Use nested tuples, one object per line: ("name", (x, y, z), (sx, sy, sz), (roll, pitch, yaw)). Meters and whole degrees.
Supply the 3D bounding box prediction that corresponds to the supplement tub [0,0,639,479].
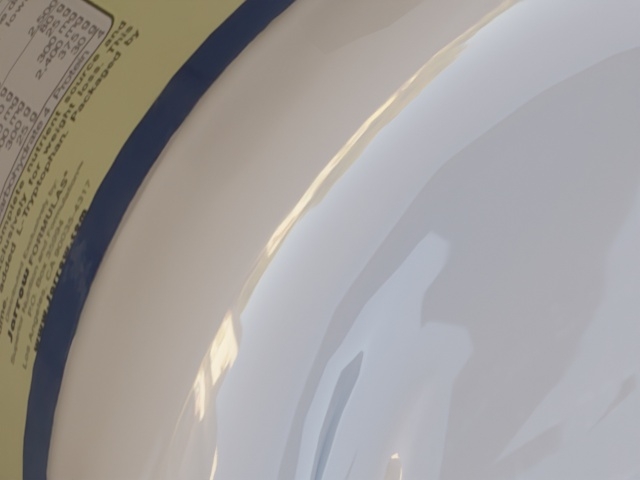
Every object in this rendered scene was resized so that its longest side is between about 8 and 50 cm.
("supplement tub", (0.000, 0.000, 0.514), (0.235, 0.235, 0.325), (-49, -149, -3))
